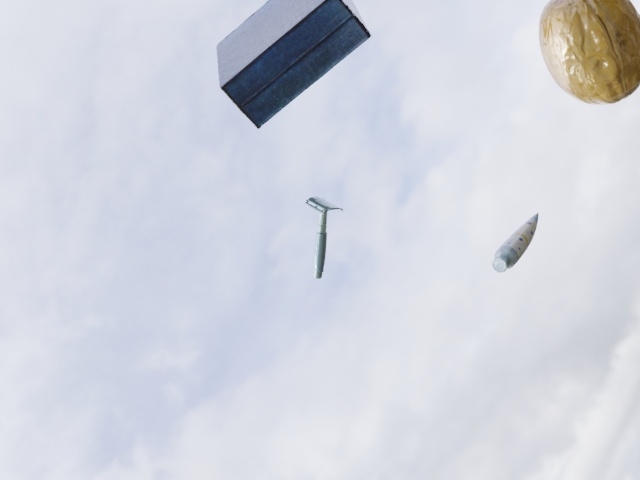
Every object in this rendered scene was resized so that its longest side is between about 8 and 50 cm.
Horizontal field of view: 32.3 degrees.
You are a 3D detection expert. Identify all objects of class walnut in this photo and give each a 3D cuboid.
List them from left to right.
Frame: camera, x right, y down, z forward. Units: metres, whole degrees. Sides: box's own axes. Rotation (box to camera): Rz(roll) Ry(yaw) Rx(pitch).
[{"bbox_3d":[0.440,-0.315,1.774,0.165,0.165,0.197,-45,-65,-33],"label":"walnut"}]

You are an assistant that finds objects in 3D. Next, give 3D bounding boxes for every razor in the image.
[{"bbox_3d":[0.000,0.000,1.842,0.040,0.068,0.135,-6,-69,-30],"label":"razor"}]

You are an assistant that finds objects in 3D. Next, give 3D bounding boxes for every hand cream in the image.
[{"bbox_3d":[0.375,0.009,2.100,0.170,0.043,0.065,-39,-28,-46],"label":"hand cream"}]

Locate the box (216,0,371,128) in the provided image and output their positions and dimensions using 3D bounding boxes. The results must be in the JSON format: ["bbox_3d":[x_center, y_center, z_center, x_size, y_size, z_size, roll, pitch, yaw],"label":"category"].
[{"bbox_3d":[-0.057,-0.362,2.002,0.261,0.279,0.116,-39,-65,12],"label":"box"}]
